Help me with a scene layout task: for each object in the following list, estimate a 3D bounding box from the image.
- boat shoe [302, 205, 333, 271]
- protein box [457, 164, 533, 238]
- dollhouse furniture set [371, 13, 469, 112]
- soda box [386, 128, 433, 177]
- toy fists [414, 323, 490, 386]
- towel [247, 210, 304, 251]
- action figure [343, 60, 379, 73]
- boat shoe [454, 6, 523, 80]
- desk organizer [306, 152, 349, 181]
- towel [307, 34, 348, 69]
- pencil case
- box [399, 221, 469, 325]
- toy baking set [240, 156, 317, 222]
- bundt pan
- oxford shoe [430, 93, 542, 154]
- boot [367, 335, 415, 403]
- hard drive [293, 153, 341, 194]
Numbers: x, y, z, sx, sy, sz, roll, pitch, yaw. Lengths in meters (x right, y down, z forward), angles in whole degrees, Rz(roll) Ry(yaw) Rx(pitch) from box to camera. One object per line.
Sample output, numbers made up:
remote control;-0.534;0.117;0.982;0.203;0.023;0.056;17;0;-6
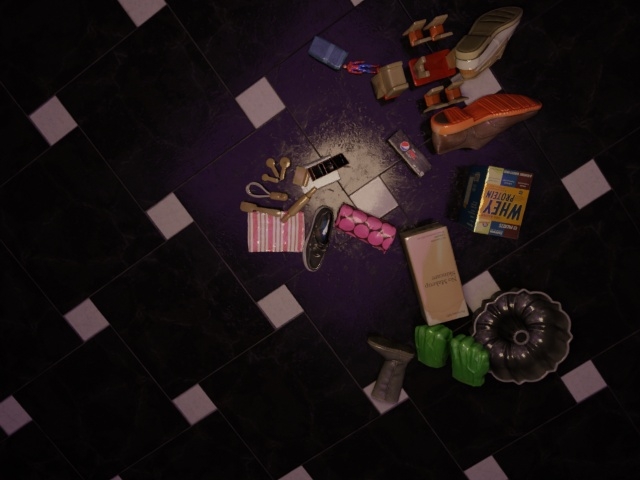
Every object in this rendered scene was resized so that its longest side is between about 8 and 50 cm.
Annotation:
boat shoe;0.000;0.000;1.552;0.080;0.076;0.228;14;97;-22
protein box;0.544;-0.127;1.459;0.136;0.200;0.201;10;100;1
dollhouse furniture set;0.306;-0.530;1.449;0.259;0.135;0.261;-20;99;-12
soda box;0.293;-0.286;1.515;0.060;0.053;0.169;-41;96;7
toy fists;0.433;0.362;1.532;0.096;0.279;0.142;-23;116;-34
towel;-0.154;-0.030;1.584;0.197;0.029;0.144;0;99;2
action figure;0.130;-0.559;1.489;0.115;0.030;0.038;4;104;3
boat shoe;0.509;-0.605;1.408;0.302;0.113;0.103;-43;140;-19
desk organizer;0.026;-0.241;1.501;0.130;0.050;0.047;-27;98;-11
towel;0.023;-0.603;1.484;0.120;0.029;0.067;28;99;-4
pencil case;0.148;-0.040;1.545;0.210;0.095;0.098;26;120;0
box;0.378;0.109;1.543;0.148;0.121;0.310;-18;98;4
toy baking set;-0.141;-0.162;1.550;0.197;0.030;0.256;42;99;5
bundt pan;0.661;0.309;1.566;0.331;0.124;0.330;0;99;2
oxford shoe;0.526;-0.374;1.480;0.364;0.129;0.132;-14;131;-3
boot;0.223;0.461;1.639;0.190;0.076;0.208;22;106;0
hard drive;-0.010;-0.221;1.551;0.135;0.022;0.094;-23;98;5
